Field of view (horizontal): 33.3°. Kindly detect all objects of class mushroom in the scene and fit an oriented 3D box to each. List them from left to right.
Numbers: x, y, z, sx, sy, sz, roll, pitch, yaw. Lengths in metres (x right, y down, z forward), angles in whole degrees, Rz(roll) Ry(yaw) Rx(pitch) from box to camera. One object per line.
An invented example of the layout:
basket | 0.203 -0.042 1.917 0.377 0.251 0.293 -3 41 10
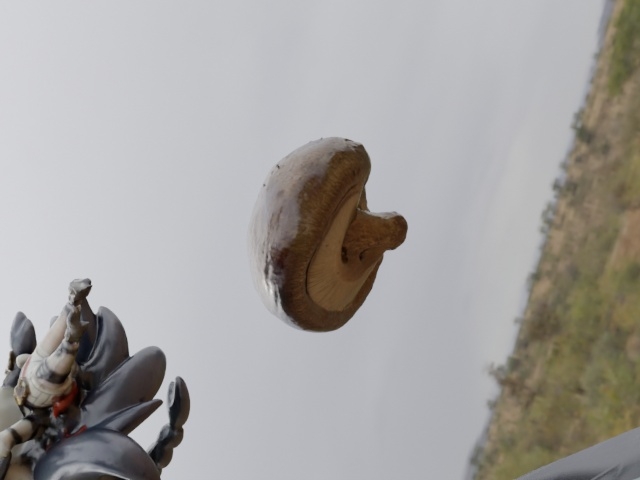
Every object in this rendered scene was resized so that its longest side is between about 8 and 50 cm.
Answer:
mushroom | -0.011 -0.006 1.165 0.194 0.138 0.231 -33 -42 -30

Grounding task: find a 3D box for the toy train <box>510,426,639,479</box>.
toy train | 0.154 0.130 0.468 0.086 0.089 0.409 -36 -4 -40

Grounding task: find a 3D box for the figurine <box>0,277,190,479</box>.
figurine | -0.223 0.168 0.898 0.265 0.197 0.175 -34 12 27
